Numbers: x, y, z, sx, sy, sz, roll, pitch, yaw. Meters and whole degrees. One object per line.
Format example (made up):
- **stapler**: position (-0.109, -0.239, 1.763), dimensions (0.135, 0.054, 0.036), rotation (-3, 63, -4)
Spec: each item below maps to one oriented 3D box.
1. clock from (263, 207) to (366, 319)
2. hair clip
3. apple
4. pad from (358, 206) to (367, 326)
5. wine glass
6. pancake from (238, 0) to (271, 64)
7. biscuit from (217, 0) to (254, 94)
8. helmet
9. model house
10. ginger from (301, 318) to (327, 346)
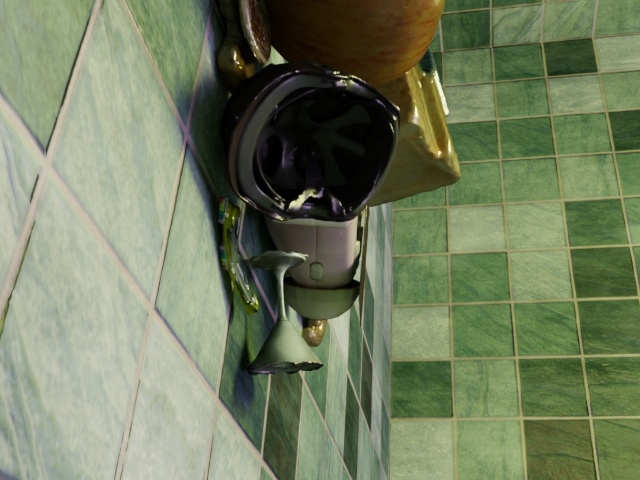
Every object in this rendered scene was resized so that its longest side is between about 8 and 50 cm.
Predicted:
- **clock**: position (0.003, -0.058, 1.456), dimensions (0.326, 0.183, 0.342), rotation (79, 20, -53)
- **hair clip**: position (-0.120, 0.021, 1.146), dimensions (0.060, 0.033, 0.189), rotation (-73, 155, -67)
- **apple**: position (0.044, -0.457, 1.324), dimensions (0.400, 0.333, 0.401), rotation (-165, -90, -89)
- **pad**: position (0.080, 0.022, 1.452), dimensions (0.158, 0.003, 0.235), rotation (81, 13, -66)
- **wine glass**: position (-0.058, 0.112, 1.248), dimensions (0.122, 0.122, 0.183), rotation (52, 34, -72)
- **pancake**: position (-0.096, -0.327, 1.189), dimensions (0.139, 0.022, 0.140), rotation (-5, 90, -81)
- **biscuit**: position (-0.129, -0.319, 1.175), dimensions (0.174, 0.038, 0.184), rotation (68, 21, -64)
- **helmet**: position (-0.038, -0.161, 1.173), dimensions (0.177, 0.305, 0.225), rotation (46, -66, 46)
- **model house**: position (0.104, -0.299, 1.774), dimensions (0.382, 0.334, 0.343), rotation (47, 31, -66)
- **ginger**: position (0.015, 0.094, 1.653), dimensions (0.149, 0.065, 0.259), rotation (93, 15, -82)
